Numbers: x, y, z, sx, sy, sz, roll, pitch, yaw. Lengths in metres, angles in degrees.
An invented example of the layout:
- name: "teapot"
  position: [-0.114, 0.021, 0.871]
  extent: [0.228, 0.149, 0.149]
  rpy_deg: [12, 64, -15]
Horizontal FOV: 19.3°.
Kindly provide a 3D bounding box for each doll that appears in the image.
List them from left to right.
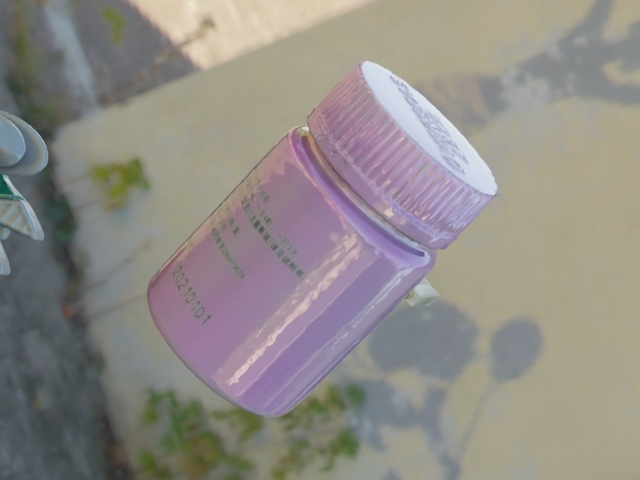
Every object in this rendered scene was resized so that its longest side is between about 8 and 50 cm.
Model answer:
- name: "doll"
  position: [-0.416, -0.062, 1.989]
  extent: [0.153, 0.258, 0.195]
  rpy_deg: [-7, 115, -82]

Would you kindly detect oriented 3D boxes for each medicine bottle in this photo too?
- name: "medicine bottle"
  position: [0.000, 0.000, 1.663]
  extent: [0.178, 0.291, 0.178]
  rpy_deg: [39, 17, -14]

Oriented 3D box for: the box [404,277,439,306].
- name: "box"
  position: [0.072, 0.009, 2.218]
  extent: [0.167, 0.024, 0.090]
  rpy_deg: [51, 12, 11]
